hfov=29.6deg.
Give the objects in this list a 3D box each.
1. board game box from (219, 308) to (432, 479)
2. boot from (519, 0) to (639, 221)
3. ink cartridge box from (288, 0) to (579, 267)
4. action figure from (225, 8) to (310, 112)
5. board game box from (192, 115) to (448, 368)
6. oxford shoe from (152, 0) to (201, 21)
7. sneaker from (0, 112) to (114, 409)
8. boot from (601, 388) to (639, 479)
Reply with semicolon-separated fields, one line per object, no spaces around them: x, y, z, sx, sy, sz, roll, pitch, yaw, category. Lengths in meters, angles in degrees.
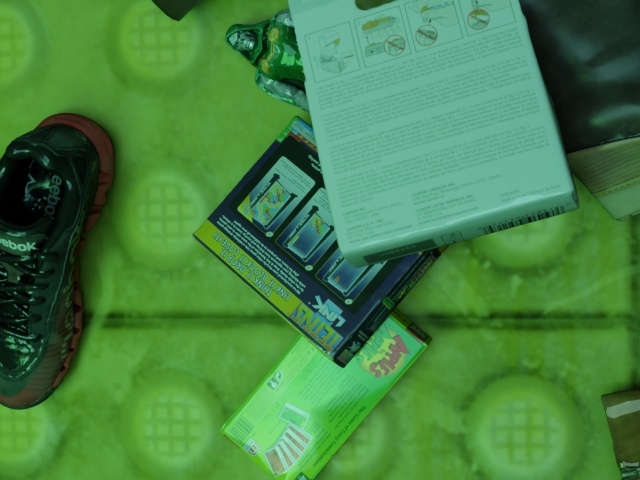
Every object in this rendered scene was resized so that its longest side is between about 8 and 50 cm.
0.005;0.128;1.069;0.092;0.043;0.181;40;100;6;board game box
0.289;-0.153;0.970;0.248;0.090;0.206;-27;91;15;boot
0.088;-0.113;0.977;0.189;0.066;0.232;-15;70;12;ink cartridge box
0.024;-0.141;1.039;0.232;0.063;0.137;20;107;13;action figure
0.000;0.000;1.027;0.170;0.048;0.141;41;89;21;board game box
-0.050;-0.266;1.046;0.227;0.083;0.096;-29;111;10;oxford shoe
-0.260;0.023;1.068;0.098;0.135;0.276;15;98;8;sneaker
0.393;0.217;0.975;0.280;0.096;0.264;-19;91;12;boot
